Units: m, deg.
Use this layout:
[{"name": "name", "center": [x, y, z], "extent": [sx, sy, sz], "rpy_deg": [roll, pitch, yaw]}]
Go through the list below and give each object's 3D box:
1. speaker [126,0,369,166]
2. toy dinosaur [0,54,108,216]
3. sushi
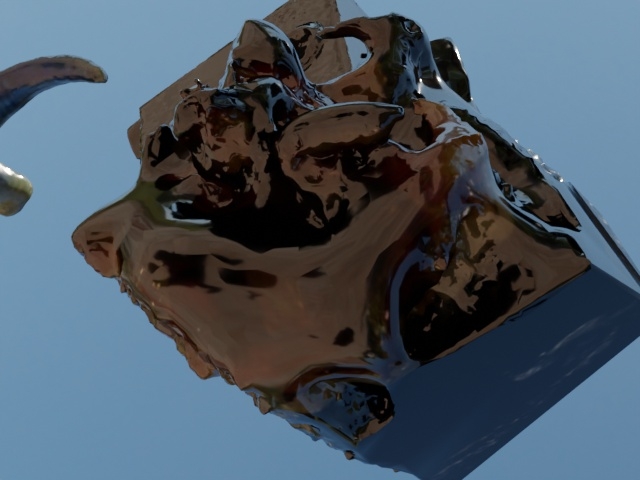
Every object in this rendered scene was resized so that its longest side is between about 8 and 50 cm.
[{"name": "speaker", "center": [-0.017, -0.054, 1.232], "extent": [0.254, 0.232, 0.184], "rpy_deg": [-32, -142, 19]}, {"name": "toy dinosaur", "center": [-0.222, -0.020, 0.601], "extent": [0.248, 0.188, 0.075], "rpy_deg": [-35, -107, 19]}, {"name": "sushi", "center": [0.000, 0.001, 0.724], "extent": [0.215, 0.212, 0.227], "rpy_deg": [-43, -126, 18]}]
